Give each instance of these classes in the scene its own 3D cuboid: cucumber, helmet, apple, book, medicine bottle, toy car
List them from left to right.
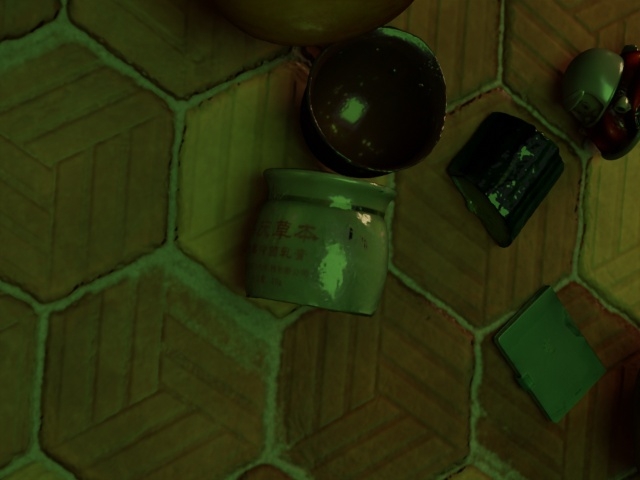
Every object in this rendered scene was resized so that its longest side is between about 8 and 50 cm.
[{"bbox_3d":[-0.016,-0.310,1.424,0.241,0.242,0.242,-17,100,-12],"label":"apple"},{"bbox_3d":[0.000,0.000,1.482,0.147,0.147,0.143,10,87,-25],"label":"medicine bottle"},{"bbox_3d":[0.045,-0.137,1.518,0.155,0.106,0.175,31,66,-10],"label":"helmet"},{"bbox_3d":[0.214,-0.071,1.626,0.116,0.062,0.115,45,71,-22],"label":"cucumber"},{"bbox_3d":[0.268,0.136,1.686,0.103,0.017,0.135,-43,110,-19],"label":"book"},{"bbox_3d":[0.335,-0.176,1.659,0.112,0.112,0.139,27,71,-8],"label":"toy car"}]

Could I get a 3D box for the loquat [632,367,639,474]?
[{"bbox_3d":[0.449,0.209,1.686,0.187,0.176,0.234,-22,119,-64],"label":"loquat"}]
